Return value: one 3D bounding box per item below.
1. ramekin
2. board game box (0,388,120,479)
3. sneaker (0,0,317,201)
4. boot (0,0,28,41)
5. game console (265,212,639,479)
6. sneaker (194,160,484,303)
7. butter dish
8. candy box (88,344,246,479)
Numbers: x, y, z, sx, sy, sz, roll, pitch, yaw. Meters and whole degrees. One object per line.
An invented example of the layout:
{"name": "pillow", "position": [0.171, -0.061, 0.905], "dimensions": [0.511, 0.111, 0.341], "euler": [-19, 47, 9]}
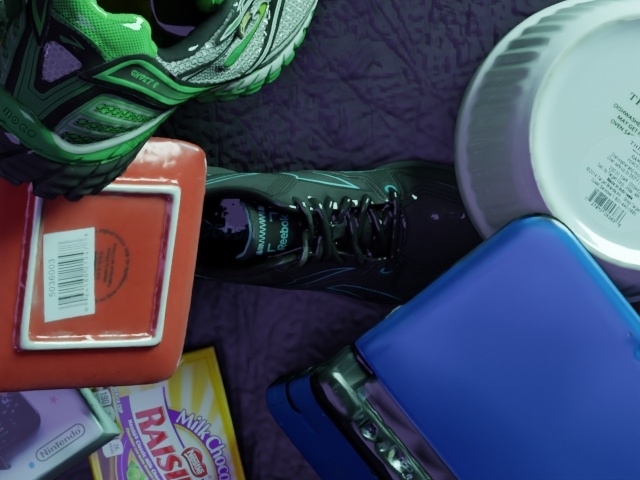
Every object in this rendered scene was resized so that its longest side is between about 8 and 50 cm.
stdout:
{"name": "ramekin", "position": [0.198, -0.060, 1.176], "dimensions": [0.207, 0.109, 0.207], "euler": [0, 90, -10]}
{"name": "board game box", "position": [-0.312, 0.065, 1.228], "dimensions": [0.224, 0.097, 0.303], "euler": [-34, 84, -2]}
{"name": "sneaker", "position": [-0.073, -0.152, 1.115], "dimensions": [0.134, 0.343, 0.146], "euler": [42, 130, -3]}
{"name": "boot", "position": [-0.308, -0.240, 1.149], "dimensions": [0.131, 0.260, 0.348], "euler": [-38, 93, 9]}
{"name": "game console", "position": [0.134, 0.155, 1.204], "dimensions": [0.173, 0.250, 0.293], "euler": [-39, 93, -16]}
{"name": "sneaker", "position": [0.000, 0.000, 1.232], "dimensions": [0.267, 0.106, 0.101], "euler": [-1, 96, 4]}
{"name": "butter dish", "position": [-0.168, 0.005, 1.150], "dimensions": [0.160, 0.118, 0.160], "euler": [0, 102, -40]}
{"name": "candy box", "position": [-0.101, 0.185, 1.283], "dimensions": [0.105, 0.027, 0.206], "euler": [-14, 90, -10]}
